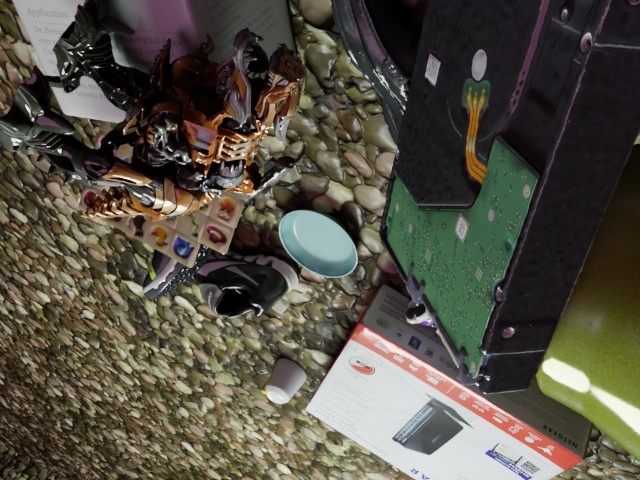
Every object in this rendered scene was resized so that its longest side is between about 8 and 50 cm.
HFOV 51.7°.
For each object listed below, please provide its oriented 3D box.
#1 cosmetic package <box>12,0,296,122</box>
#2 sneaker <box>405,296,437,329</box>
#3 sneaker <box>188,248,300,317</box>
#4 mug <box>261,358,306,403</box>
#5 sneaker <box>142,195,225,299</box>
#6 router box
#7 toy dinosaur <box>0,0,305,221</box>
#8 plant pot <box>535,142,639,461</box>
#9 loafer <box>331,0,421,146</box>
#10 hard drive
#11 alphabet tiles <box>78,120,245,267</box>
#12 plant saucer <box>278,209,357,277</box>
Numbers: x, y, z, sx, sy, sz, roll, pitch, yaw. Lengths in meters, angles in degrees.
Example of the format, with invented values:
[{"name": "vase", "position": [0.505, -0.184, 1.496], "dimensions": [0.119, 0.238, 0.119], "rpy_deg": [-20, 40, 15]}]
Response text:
[{"name": "cosmetic package", "position": [-0.187, -0.332, 0.589], "dimensions": [0.230, 0.161, 0.453], "rpy_deg": [13, 136, 24]}, {"name": "sneaker", "position": [0.181, 0.070, 0.826], "dimensions": [0.071, 0.068, 0.170], "rpy_deg": [27, 149, -21]}, {"name": "sneaker", "position": [-0.154, 0.064, 1.008], "dimensions": [0.234, 0.106, 0.078], "rpy_deg": [8, 133, 29]}, {"name": "mug", "position": [-0.068, 0.258, 1.176], "dimensions": [0.062, 0.064, 0.078], "rpy_deg": [30, 141, 5]}, {"name": "sneaker", "position": [-0.199, -0.021, 0.946], "dimensions": [0.097, 0.084, 0.235], "rpy_deg": [41, 111, 10]}, {"name": "router box", "position": [0.172, 0.253, 0.986], "dimensions": [0.335, 0.082, 0.301], "rpy_deg": [30, 141, 6]}, {"name": "toy dinosaur", "position": [-0.151, -0.083, 0.584], "dimensions": [0.218, 0.164, 0.322], "rpy_deg": [32, 121, -24]}, {"name": "plant pot", "position": [0.375, 0.081, 0.499], "dimensions": [0.353, 0.366, 0.367], "rpy_deg": [23, 141, 34]}, {"name": "loafer", "position": [0.081, -0.172, 0.634], "dimensions": [0.078, 0.076, 0.223], "rpy_deg": [-9, 129, 34]}, {"name": "hard drive", "position": [0.135, -0.084, 0.511], "dimensions": [0.064, 0.237, 0.339], "rpy_deg": [0, 122, -15]}, {"name": "alphabet tiles", "position": [-0.207, -0.084, 0.887], "dimensions": [0.237, 0.009, 0.198], "rpy_deg": [26, 107, 14]}, {"name": "plant saucer", "position": [0.000, 0.000, 0.901], "dimensions": [0.119, 0.021, 0.119], "rpy_deg": [20, 139, 18]}]
